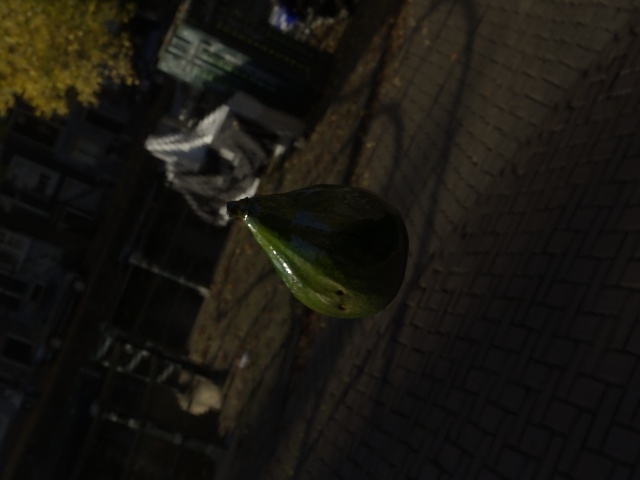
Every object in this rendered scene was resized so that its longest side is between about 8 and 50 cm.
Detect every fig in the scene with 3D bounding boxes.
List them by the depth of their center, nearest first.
[{"bbox_3d":[0.000,0.000,0.906,0.117,0.177,0.117,-17,63,36],"label":"fig"}]
